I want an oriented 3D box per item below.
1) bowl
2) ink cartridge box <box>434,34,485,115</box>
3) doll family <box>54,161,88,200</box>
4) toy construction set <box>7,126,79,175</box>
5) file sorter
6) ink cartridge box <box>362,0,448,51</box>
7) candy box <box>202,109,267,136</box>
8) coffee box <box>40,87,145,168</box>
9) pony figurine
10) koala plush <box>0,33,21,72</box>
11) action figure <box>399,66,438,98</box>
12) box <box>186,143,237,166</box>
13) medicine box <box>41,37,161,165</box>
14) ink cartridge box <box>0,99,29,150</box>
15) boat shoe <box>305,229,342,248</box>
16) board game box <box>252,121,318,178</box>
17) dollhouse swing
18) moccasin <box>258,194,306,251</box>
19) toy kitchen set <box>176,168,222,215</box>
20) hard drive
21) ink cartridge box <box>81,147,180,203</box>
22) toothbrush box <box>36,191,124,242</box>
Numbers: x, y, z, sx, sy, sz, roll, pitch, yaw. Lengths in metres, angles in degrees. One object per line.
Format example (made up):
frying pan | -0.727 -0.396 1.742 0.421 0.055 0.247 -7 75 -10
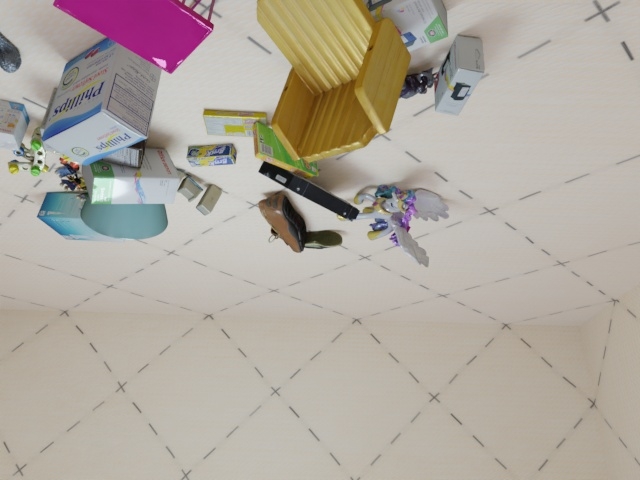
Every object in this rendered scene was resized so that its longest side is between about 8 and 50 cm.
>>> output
bowl | -0.706 -0.151 1.941 0.311 0.311 0.163 11 119 -16
ink cartridge box | 0.378 -0.454 1.457 0.072 0.127 0.175 8 152 -6
doll family | -0.947 -0.230 2.067 0.111 0.076 0.193 -8 149 30
toy construction set | -0.890 -0.287 1.853 0.327 0.151 0.215 13 123 -46
file sorter | -0.410 -0.575 1.217 0.290 0.182 0.202 25 147 -36
ink cartridge box | 0.192 -0.550 1.318 0.212 0.093 0.154 -10 151 29
candy box | -0.280 -0.386 1.754 0.206 0.027 0.105 3 151 -2
coffee box | -0.709 -0.356 1.692 0.297 0.168 0.119 10 152 -16
pony figurine | 0.298 -0.085 2.092 0.351 0.303 0.363 32 157 -31
koala plush | -0.965 -0.473 1.417 0.196 0.221 0.203 -2 153 10
action figure | 0.214 -0.425 1.484 0.285 0.099 0.185 -14 167 -42
box | -0.389 -0.305 1.894 0.169 0.054 0.059 -3 153 9
medicine box | -0.602 -0.393 1.472 0.263 0.289 0.149 -14 149 29
ink cartridge box | -1.021 -0.368 1.717 0.092 0.143 0.090 9 153 -14
boat shoe | -0.001 0.001 2.453 0.223 0.080 0.073 0 159 16
board game box | -0.114 -0.297 1.777 0.259 0.124 0.039 15 146 -39
dollhouse swing | -0.022 -0.416 1.275 0.305 0.315 0.347 32 157 -35
moccasin | -0.160 -0.060 2.273 0.147 0.139 0.380 0 156 19
toy kitchen set | -0.535 -0.192 2.103 0.166 0.122 0.207 -22 125 39
hard drive | -0.039 -0.183 1.954 0.339 0.064 0.237 26 -175 -38
ink cartridge box | -0.649 -0.225 1.806 0.278 0.201 0.117 -3 131 -33
toothbrush box | -0.998 -0.095 2.250 0.295 0.126 0.216 4 154 13
